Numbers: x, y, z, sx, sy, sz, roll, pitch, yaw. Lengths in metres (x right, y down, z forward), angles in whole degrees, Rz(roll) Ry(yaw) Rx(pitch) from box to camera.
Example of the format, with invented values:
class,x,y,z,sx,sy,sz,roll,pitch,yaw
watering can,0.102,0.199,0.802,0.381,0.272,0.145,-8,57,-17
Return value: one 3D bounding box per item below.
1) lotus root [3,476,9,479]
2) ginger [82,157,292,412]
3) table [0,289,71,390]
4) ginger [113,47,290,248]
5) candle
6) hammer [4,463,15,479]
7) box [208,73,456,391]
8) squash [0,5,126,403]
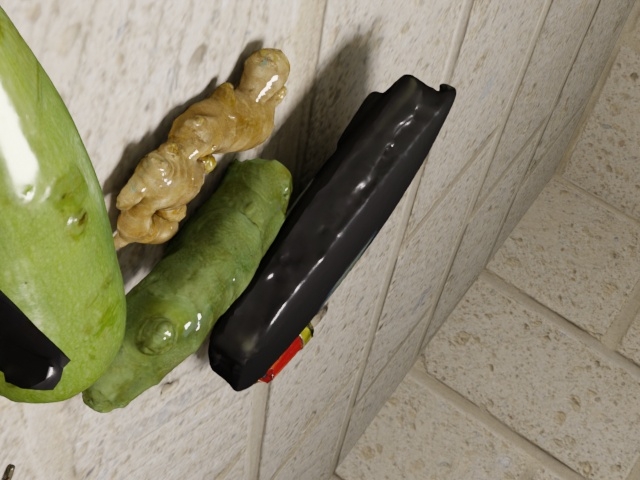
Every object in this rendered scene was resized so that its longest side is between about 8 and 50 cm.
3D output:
class,x,y,z,sx,sy,sz,roll,pitch,yaw
lotus root,-0.297,0.258,0.742,0.278,0.154,0.154,-54,166,-5
ginger,-0.112,0.034,0.953,0.137,0.089,0.290,-20,-152,35
table,-0.164,-0.088,0.217,0.317,0.249,0.317,-52,165,-20
ginger,-0.097,-0.070,0.884,0.193,0.052,0.176,-61,171,17
candle,-0.063,0.153,1.478,0.131,0.052,0.052,-45,162,-37
hammer,-0.293,0.248,0.981,0.035,0.019,0.110,-28,145,-63
box,0.000,0.000,1.180,0.359,0.091,0.350,-54,176,-15
squash,-0.176,-0.015,0.614,0.118,0.118,0.370,-49,161,-30
